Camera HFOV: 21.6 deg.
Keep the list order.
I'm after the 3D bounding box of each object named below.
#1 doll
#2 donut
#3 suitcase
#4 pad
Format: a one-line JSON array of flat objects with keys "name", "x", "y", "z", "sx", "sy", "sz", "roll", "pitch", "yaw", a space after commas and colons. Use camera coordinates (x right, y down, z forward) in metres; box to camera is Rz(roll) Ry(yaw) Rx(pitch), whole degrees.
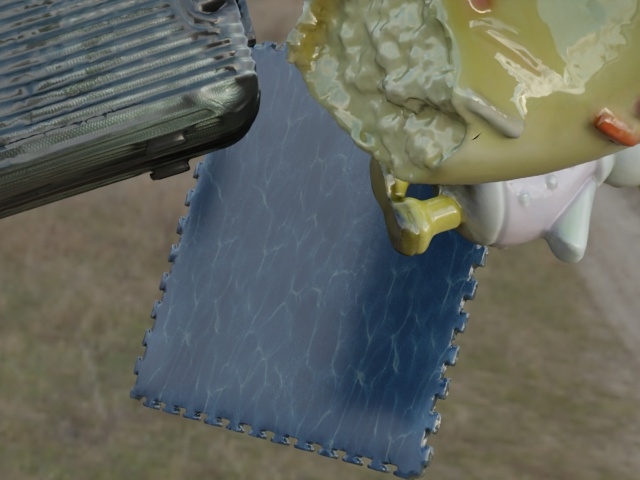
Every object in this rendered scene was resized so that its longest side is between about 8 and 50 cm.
[{"name": "doll", "x": 0.127, "y": -0.048, "z": 0.913, "sx": 0.207, "sy": 0.129, "sz": 0.081, "roll": -15, "pitch": -25, "yaw": -19}, {"name": "donut", "x": 0.074, "y": -0.069, "z": 0.388, "sx": 0.108, "sy": 0.065, "sz": 0.166, "roll": 3, "pitch": -33, "yaw": -30}, {"name": "suitcase", "x": -0.198, "y": -0.112, "z": 0.967, "sx": 0.312, "sy": 0.202, "sz": 0.128, "roll": -19, "pitch": -6, "yaw": -5}, {"name": "pad", "x": 0.000, "y": 0.000, "z": 1.074, "sx": 0.269, "sy": 0.269, "sz": 0.012, "roll": 7, "pitch": -13, "yaw": 42}]
